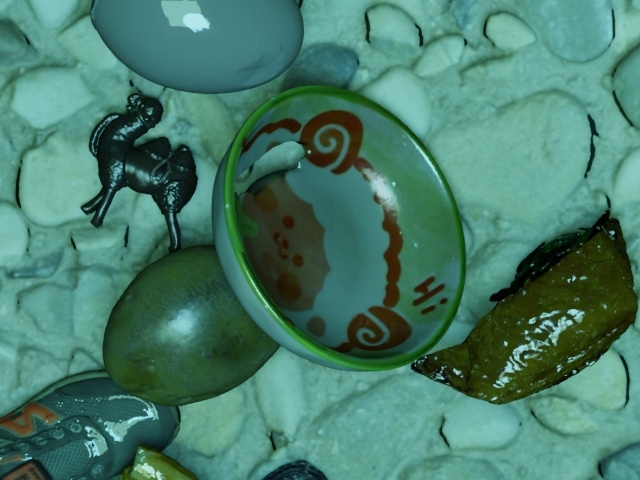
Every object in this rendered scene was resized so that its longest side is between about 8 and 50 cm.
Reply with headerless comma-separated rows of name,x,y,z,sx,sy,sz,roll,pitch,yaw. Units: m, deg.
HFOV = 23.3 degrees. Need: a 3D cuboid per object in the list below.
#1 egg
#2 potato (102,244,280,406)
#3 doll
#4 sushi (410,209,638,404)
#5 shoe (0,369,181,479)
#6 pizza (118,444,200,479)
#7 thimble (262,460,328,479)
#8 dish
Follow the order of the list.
egg,-0.131,-0.245,1.687,0.232,0.176,0.176,22,101,-9
potato,-0.137,0.095,1.770,0.235,0.178,0.160,-18,67,-14
doll,-0.203,-0.081,1.787,0.139,0.057,0.165,18,97,-1
sushi,0.249,0.093,1.782,0.287,0.149,0.140,-38,65,7
shoe,-0.328,0.258,1.800,0.337,0.171,0.132,-22,101,5
pizza,-0.196,0.355,1.840,0.197,0.058,0.292,-6,126,14
thimble,-0.034,0.322,1.868,0.095,0.066,0.104,40,102,-7
dish,0.000,0.000,1.721,0.324,0.324,0.124,51,140,-10
